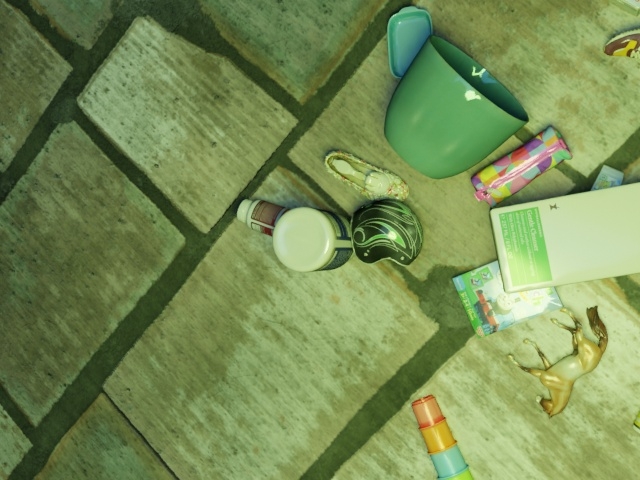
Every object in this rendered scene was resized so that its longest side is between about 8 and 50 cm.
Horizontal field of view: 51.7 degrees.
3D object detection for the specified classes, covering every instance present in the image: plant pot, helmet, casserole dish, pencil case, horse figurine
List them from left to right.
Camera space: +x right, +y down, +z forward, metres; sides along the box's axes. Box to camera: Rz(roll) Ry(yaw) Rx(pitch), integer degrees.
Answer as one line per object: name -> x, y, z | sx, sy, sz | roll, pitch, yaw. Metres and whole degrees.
helmet -> 0.170, -0.018, 1.623 | 0.162, 0.169, 0.169 | -8, 87, 25
casserole dish -> 0.230, -0.491, 1.665 | 0.114, 0.037, 0.188 | -3, 89, 19
plant pot -> 0.288, -0.284, 1.522 | 0.293, 0.293, 0.235 | 47, 118, 14
pencil case -> 0.466, -0.168, 1.547 | 0.236, 0.104, 0.104 | -36, 78, 15
horse figurine -> 0.567, 0.270, 1.528 | 0.263, 0.066, 0.174 | -46, 70, 16

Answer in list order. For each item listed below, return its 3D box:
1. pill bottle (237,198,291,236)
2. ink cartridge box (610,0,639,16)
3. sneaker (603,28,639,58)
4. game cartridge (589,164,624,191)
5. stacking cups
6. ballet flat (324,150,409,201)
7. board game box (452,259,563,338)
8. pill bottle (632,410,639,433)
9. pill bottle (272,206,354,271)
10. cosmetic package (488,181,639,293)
pill bottle -> -0.142, -0.060, 1.771 | 0.152, 0.086, 0.086 | 20, 96, 19
ink cartridge box -> 0.712, -0.598, 1.477 | 0.109, 0.063, 0.150 | 39, 103, 15
sneaker -> 0.731, -0.423, 1.467 | 0.185, 0.069, 0.083 | -7, 82, 21
game cartridge -> 0.660, -0.127, 1.521 | 0.056, 0.017, 0.083 | 26, 99, 14
stacking cups -> 0.308, 0.535, 1.602 | 0.096, 0.096, 0.316 | -27, 82, 18
ballet flat -> 0.108, -0.160, 1.687 | 0.241, 0.077, 0.091 | 25, 97, 18
board game box -> 0.447, 0.123, 1.585 | 0.211, 0.039, 0.160 | -25, 81, 17
pill bottle -> 0.746, 0.380, 1.462 | 0.065, 0.065, 0.116 | 24, 98, 18
pill bottle -> 0.000, 0.000, 1.626 | 0.153, 0.265, 0.153 | -1, 88, 20
cosmetic package -> 0.572, -0.005, 1.453 | 0.366, 0.155, 0.197 | -12, 84, 13
